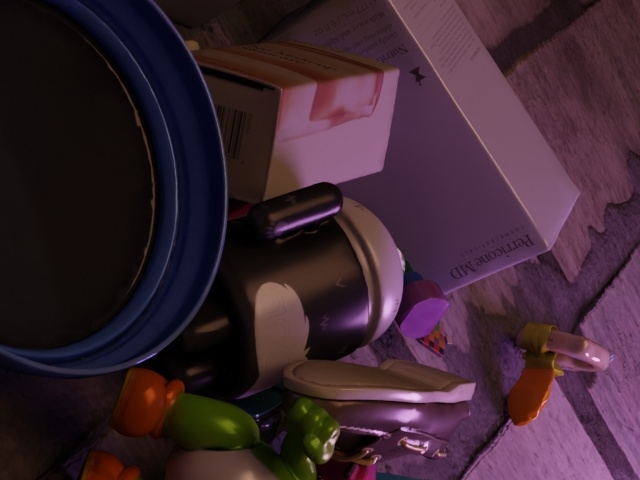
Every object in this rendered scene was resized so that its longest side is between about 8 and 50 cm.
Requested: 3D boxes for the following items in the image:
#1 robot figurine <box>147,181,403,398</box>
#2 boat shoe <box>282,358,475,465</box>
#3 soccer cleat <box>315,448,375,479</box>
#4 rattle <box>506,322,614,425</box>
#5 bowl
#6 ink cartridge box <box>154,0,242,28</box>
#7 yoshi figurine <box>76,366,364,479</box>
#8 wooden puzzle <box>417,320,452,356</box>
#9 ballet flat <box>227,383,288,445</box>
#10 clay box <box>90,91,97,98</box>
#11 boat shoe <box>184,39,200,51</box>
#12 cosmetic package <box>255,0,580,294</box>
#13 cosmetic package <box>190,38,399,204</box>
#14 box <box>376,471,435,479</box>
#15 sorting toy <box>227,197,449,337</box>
[{"bbox_3d":[-0.050,0.053,1.736,0.278,0.209,0.173,-20,91,-32],"label":"robot figurine"},{"bbox_3d":[0.054,0.172,1.709,0.324,0.117,0.096,8,99,-63],"label":"boat shoe"},{"bbox_3d":[-0.012,0.331,1.740,0.331,0.116,0.143,-68,146,-50],"label":"soccer cleat"},{"bbox_3d":[0.320,0.190,2.296,0.199,0.130,0.142,51,37,-68],"label":"rattle"},{"bbox_3d":[-0.246,-0.070,1.523,0.391,0.077,0.391,15,69,-45],"label":"bowl"},{"bbox_3d":[-0.132,-0.368,1.966,0.087,0.153,0.208,16,58,-49],"label":"ink cartridge box"},{"bbox_3d":[-0.035,0.256,1.542,0.362,0.203,0.203,24,52,-7],"label":"yoshi figurine"},{"bbox_3d":[0.134,0.112,2.148,0.083,0.006,0.049,36,43,-36],"label":"wooden puzzle"},{"bbox_3d":[-0.045,0.178,1.822,0.188,0.070,0.070,-18,84,-52],"label":"ballet flat"},{"bbox_3d":[-0.273,-0.216,1.705,0.127,0.053,0.222,22,40,-19],"label":"clay box"},{"bbox_3d":[-0.182,-0.161,1.831,0.073,0.080,0.223,60,29,2],"label":"boat shoe"},{"bbox_3d":[0.114,-0.136,2.097,0.385,0.217,0.156,55,34,-11],"label":"cosmetic package"},{"bbox_3d":[-0.046,-0.134,1.874,0.296,0.153,0.129,-20,124,-64],"label":"cosmetic package"},{"bbox_3d":[0.081,0.361,1.798,0.101,0.060,0.244,9,51,-4],"label":"box"},{"bbox_3d":[0.000,0.000,1.976,0.365,0.127,0.126,26,25,-41],"label":"sorting toy"}]
